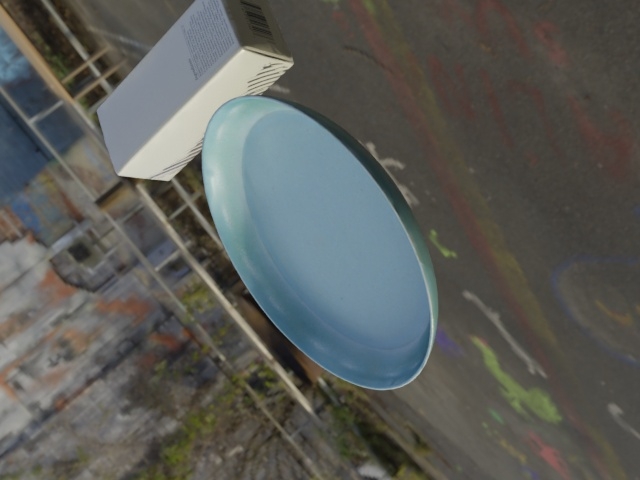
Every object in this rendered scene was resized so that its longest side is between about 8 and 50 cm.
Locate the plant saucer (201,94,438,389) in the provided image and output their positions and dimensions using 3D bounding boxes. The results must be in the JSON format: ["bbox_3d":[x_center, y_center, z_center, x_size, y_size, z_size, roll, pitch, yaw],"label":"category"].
[{"bbox_3d":[0.000,0.000,0.866,0.318,0.044,0.317,36,145,32],"label":"plant saucer"}]

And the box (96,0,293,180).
[{"bbox_3d":[-0.167,-0.195,1.147,0.094,0.275,0.113,4,-121,-48],"label":"box"}]
